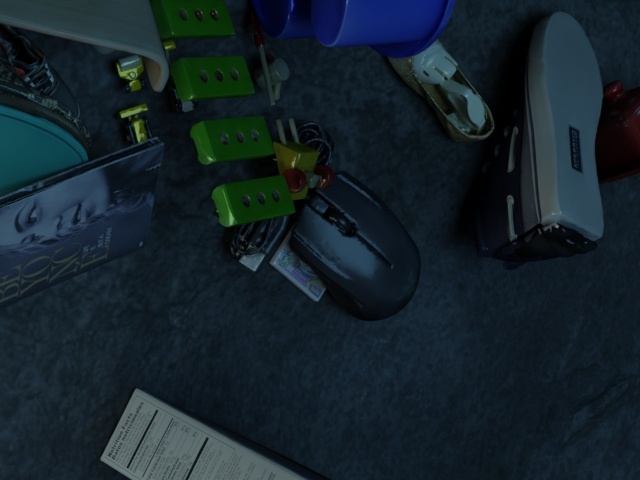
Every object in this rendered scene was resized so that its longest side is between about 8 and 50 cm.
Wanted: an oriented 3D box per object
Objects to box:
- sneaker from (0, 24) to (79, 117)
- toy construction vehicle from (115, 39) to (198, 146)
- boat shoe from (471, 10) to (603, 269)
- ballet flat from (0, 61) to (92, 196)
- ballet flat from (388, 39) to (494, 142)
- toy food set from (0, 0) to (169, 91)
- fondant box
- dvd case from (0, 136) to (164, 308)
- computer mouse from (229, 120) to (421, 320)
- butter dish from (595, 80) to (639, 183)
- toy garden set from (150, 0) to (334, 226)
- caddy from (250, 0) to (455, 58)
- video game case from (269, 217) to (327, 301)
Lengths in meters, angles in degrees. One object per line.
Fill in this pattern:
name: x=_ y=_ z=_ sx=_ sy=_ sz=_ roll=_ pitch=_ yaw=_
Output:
sneaker: x=-0.289 y=-0.162 z=1.367 sx=0.061 sy=0.065 sz=0.158 roll=-54 pitch=126 yaw=-15
toy construction vehicle: x=-0.179 y=-0.155 z=1.479 sx=0.086 sy=0.035 sz=0.098 roll=-24 pitch=113 yaw=-21
boat shoe: x=0.265 y=-0.124 z=1.784 sx=0.127 sy=0.158 sz=0.340 roll=27 pitch=55 yaw=-34
ballet flat: x=-0.397 y=-0.118 z=1.212 sx=0.483 sy=0.164 sz=0.182 roll=-10 pitch=64 yaw=-57
ballet flat: x=0.151 y=-0.195 z=1.699 sx=0.206 sy=0.067 sz=0.073 roll=44 pitch=73 yaw=-35
toy food set: x=-0.293 y=-0.253 z=1.283 sx=0.306 sy=0.092 sz=0.219 roll=8 pitch=53 yaw=-40
fondant box: x=-0.047 y=0.279 z=1.484 sx=0.238 sy=0.330 sz=0.096 roll=32 pitch=82 yaw=-38
dvd case: x=-0.260 y=-0.009 z=1.395 sx=0.221 sy=0.018 sz=0.164 roll=-24 pitch=151 yaw=-31
computer mouse: x=0.034 y=0.007 z=1.636 sx=0.272 sy=0.072 sz=0.188 roll=41 pitch=74 yaw=-36
butter dish: x=0.419 y=-0.161 z=1.884 sx=0.160 sy=0.160 sz=0.118 roll=-37 pitch=97 yaw=-25
toy garden set: x=-0.086 y=-0.137 z=1.493 sx=0.204 sy=0.049 sz=0.244 roll=-13 pitch=84 yaw=-56
caddy: x=0.039 y=-0.355 z=1.467 sx=0.179 sy=0.241 sz=0.341 roll=-16 pitch=110 yaw=-30
video game case: x=0.000 y=0.000 z=1.662 sx=0.087 sy=0.011 sz=0.122 roll=42 pitch=74 yaw=-36
